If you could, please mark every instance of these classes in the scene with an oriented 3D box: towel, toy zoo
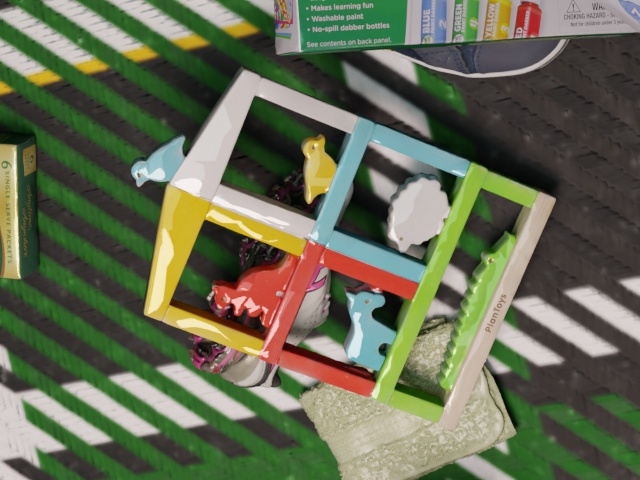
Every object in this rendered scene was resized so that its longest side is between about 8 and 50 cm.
[{"bbox_3d":[0.065,0.130,1.447,0.148,0.027,0.110,-27,95,19],"label":"towel"},{"bbox_3d":[0.000,0.000,1.368,0.293,0.030,0.192,21,99,-10],"label":"toy zoo"}]

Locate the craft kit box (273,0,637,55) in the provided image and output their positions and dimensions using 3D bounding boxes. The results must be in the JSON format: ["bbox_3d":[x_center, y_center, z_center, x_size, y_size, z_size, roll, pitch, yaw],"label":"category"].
[{"bbox_3d":[0.087,-0.252,1.253,0.249,0.061,0.247,-6,93,-18],"label":"craft kit box"}]

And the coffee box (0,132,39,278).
[{"bbox_3d":[-0.315,-0.033,1.500,0.184,0.040,0.113,6,105,14],"label":"coffee box"}]

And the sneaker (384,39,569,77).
[{"bbox_3d":[0.025,-0.203,1.325,0.321,0.127,0.126,26,107,6],"label":"sneaker"}]

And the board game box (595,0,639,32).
[{"bbox_3d":[0.276,-0.274,1.199,0.318,0.066,0.318,35,82,4],"label":"board game box"}]

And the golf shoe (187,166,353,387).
[{"bbox_3d":[-0.024,0.026,1.434,0.086,0.067,0.186,26,100,-37],"label":"golf shoe"}]
